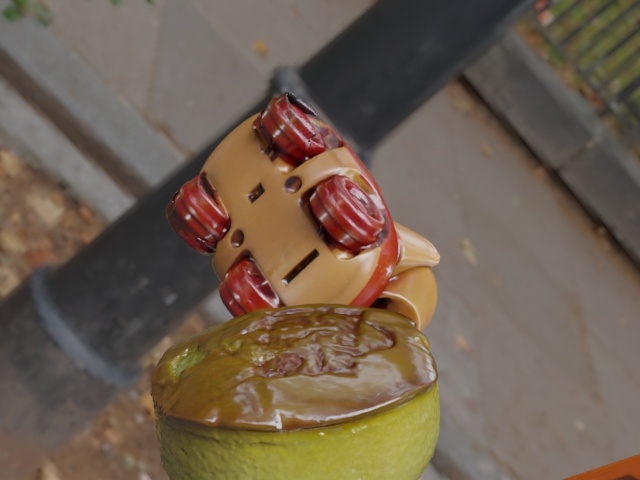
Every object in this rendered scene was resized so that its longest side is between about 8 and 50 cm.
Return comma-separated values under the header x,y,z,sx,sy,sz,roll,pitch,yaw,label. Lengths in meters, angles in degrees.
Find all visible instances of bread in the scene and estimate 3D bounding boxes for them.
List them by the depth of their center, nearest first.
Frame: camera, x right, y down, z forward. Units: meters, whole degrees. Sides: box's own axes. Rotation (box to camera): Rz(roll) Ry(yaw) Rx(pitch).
x,y,z,sx,sy,sz,roll,pitch,yaw,label
-0.019,0.143,1.529,0.270,0.270,0.148,-71,155,-70,bread

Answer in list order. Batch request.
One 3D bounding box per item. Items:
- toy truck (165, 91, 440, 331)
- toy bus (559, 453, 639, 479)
x,y,z,sx,sy,sz,roll,pitch,yaw,label
0.000,0.000,1.793,0.239,0.189,0.265,24,29,-54,toy truck
0.255,0.250,1.366,0.153,0.329,0.143,42,41,-30,toy bus
